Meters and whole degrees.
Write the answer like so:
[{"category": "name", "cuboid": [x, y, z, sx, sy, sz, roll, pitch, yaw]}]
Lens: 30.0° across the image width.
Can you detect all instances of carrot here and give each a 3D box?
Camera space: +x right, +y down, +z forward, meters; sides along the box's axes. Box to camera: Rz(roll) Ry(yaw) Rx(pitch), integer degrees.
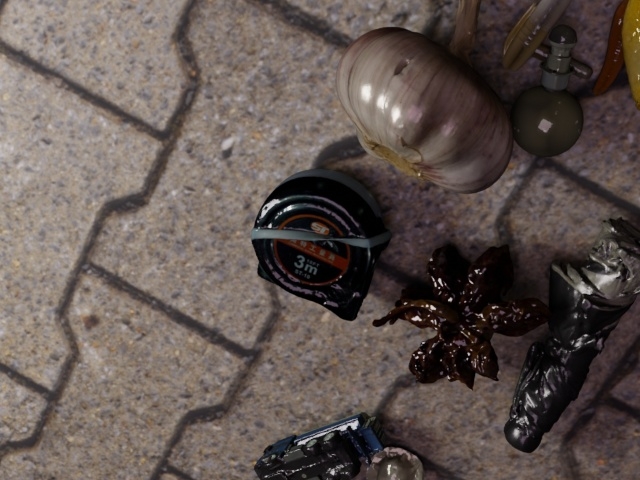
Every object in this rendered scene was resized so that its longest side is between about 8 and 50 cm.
[{"category": "carrot", "cuboid": [0.362, -0.238, 1.450, 0.035, 0.035, 0.142, 19, 119, 8]}]

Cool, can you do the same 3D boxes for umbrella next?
[{"category": "umbrella", "cuboid": [0.326, 0.135, 1.574, 0.106, 0.113, 0.358, 16, 118, -15]}]

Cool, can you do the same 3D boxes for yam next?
[{"category": "yam", "cuboid": [0.284, -0.230, 1.482, 0.116, 0.021, 0.021, 27, 117, 5]}]

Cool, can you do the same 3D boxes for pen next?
[{"category": "pen", "cuboid": [0.284, -0.298, 1.419, 0.040, 0.032, 0.233, 45, 122, 18]}]

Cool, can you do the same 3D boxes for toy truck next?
[{"category": "toy truck", "cuboid": [0.002, 0.310, 1.755, 0.201, 0.088, 0.074, -24, 106, 28]}]

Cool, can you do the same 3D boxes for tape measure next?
[{"category": "tape measure", "cuboid": [0.001, -0.004, 1.613, 0.182, 0.107, 0.181, 26, 120, 4]}]

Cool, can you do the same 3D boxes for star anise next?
[{"category": "star anise", "cuboid": [0.185, 0.105, 1.574, 0.190, 0.126, 0.220, 48, 110, 20]}]

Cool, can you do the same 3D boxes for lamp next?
[{"category": "lamp", "cuboid": [0.284, -0.185, 1.457, 0.091, 0.091, 0.163, 12, 119, 11]}]

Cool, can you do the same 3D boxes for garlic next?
[{"category": "garlic", "cuboid": [0.145, -0.200, 1.455, 0.245, 0.245, 0.253, 28, 84, 3]}]

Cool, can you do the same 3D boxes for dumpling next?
[{"category": "dumpling", "cuboid": [0.111, 0.338, 1.765, 0.076, 0.057, 0.052, -11, 149, 44]}]

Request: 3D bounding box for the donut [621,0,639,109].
[{"category": "donut", "cuboid": [0.420, -0.260, 1.341, 0.152, 0.101, 0.259, 70, 156, 16]}]
